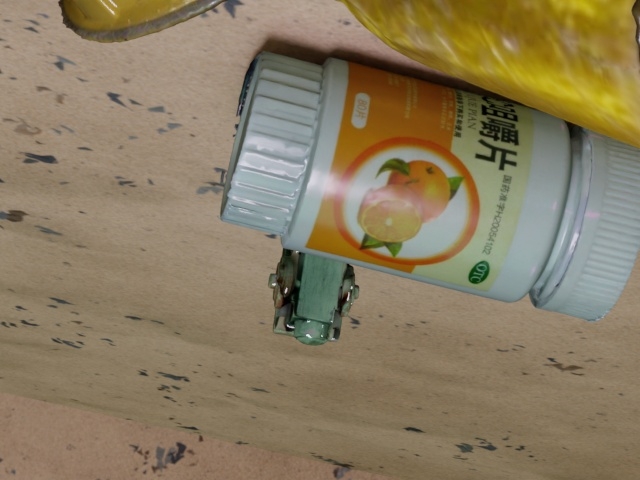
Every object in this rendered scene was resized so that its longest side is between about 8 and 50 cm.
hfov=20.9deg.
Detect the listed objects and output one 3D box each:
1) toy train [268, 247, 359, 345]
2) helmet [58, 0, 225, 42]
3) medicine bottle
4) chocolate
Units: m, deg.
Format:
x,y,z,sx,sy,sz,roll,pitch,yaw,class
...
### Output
x,y,z,sx,sy,sz,roll,pitch,yaw,class
0.000,0.000,1.504,0.081,0.194,0.125,9,166,-3,toy train
-0.079,-0.233,0.961,0.257,0.205,0.140,-23,126,26,helmet
0.086,-0.046,1.379,0.318,0.158,0.158,13,160,-6,medicine bottle
0.091,-0.146,0.944,0.162,0.162,0.445,26,179,-35,chocolate
